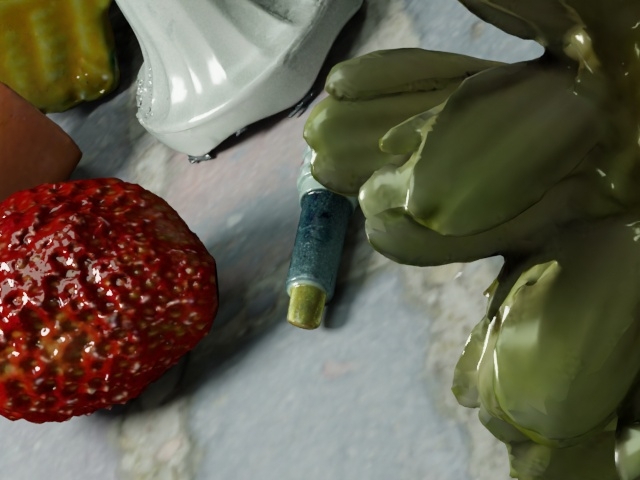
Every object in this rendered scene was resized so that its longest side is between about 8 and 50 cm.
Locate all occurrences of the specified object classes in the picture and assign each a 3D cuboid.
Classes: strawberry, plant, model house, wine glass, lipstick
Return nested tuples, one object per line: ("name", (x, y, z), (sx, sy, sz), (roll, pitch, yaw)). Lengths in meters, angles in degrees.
("strawberry", (-0.124, 0.031, 0.976), (0.148, 0.131, 0.131), (-7, 38, 3))
("plant", (0.177, -0.050, 0.616), (0.261, 0.297, 0.305), (-10, 83, 37))
("model house", (-0.165, -0.204, 1.286), (0.239, 0.173, 0.268), (7, 87, 37))
("wine glass", (-0.090, -0.169, 1.092), (0.165, 0.196, 0.165), (-29, 33, 21))
("lipstick", (0.000, 0.000, 0.941), (0.037, 0.037, 0.116), (-19, 44, 35))

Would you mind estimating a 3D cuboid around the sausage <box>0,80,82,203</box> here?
("sausage", (-0.261, 0.016, 1.152), (0.113, 0.113, 0.259), (11, 60, 54))
